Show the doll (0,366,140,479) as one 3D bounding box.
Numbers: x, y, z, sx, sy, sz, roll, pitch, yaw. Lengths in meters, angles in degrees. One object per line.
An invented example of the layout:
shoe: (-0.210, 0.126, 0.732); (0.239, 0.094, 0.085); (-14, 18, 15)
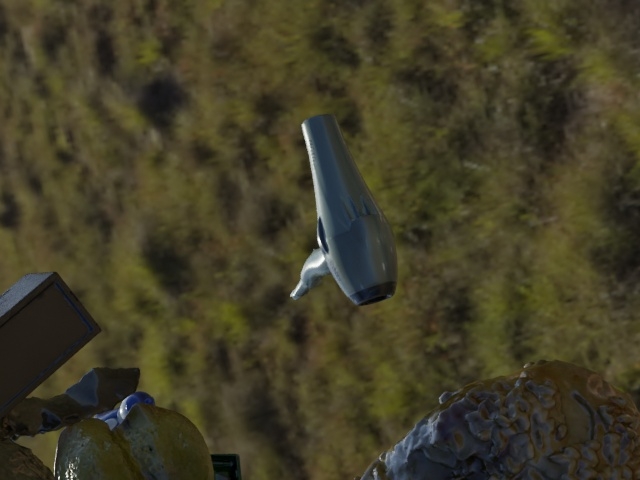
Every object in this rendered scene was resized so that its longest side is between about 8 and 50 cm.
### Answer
doll: (-0.225, 0.077, 0.711); (0.091, 0.202, 0.286); (-38, 94, 30)

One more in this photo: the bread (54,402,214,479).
bread: (-0.144, 0.233, 1.103); (0.065, 0.149, 0.187); (-10, 92, 54)

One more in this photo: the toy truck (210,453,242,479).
toy truck: (-0.161, 0.358, 1.786); (0.147, 0.079, 0.065); (111, 157, -46)

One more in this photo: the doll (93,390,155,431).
doll: (-0.259, 0.236, 1.703); (0.143, 0.099, 0.057); (-39, 76, 42)

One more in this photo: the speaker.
speaker: (-0.190, 0.089, 0.604); (0.040, 0.191, 0.046); (55, 153, -15)

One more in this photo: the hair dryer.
hair dryer: (-0.001, -0.036, 1.572); (0.267, 0.092, 0.229); (-2, 99, 65)

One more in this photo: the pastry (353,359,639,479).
pastry: (0.171, 0.257, 1.171); (0.255, 0.162, 0.311); (42, 103, 5)
